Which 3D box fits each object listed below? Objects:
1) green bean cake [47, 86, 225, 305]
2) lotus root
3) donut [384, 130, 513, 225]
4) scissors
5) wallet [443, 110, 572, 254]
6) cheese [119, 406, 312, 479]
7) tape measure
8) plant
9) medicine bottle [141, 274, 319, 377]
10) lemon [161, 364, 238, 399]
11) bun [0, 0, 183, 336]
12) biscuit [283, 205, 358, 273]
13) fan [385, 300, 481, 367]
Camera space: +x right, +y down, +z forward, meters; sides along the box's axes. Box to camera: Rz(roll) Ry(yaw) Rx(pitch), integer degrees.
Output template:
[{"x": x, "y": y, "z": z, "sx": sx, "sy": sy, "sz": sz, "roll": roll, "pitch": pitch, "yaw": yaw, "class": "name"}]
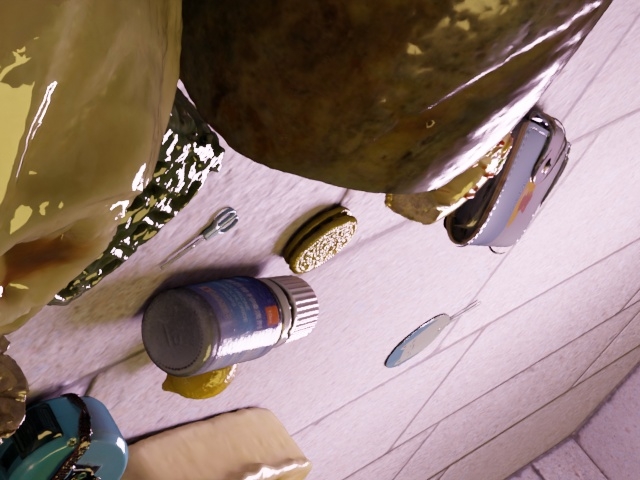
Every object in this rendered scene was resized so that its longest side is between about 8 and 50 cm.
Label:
[{"x": -0.165, "y": -0.041, "z": 1.060, "sx": 0.181, "sy": 0.094, "sz": 0.173, "roll": -41, "pitch": 162, "yaw": 4, "class": "green bean cake"}, {"x": 0.064, "y": -0.208, "z": 0.909, "sx": 0.250, "sy": 0.250, "sz": 0.346, "roll": -15, "pitch": 146, "yaw": -52, "class": "lotus root"}, {"x": 0.140, "y": -0.083, "z": 1.623, "sx": 0.108, "sy": 0.065, "sz": 0.166, "roll": -26, "pitch": 158, "yaw": -38, "class": "donut"}, {"x": -0.106, "y": 0.000, "z": 1.429, "sx": 0.083, "sy": 0.006, "sz": 0.036, "roll": -37, "pitch": 160, "yaw": -8, "class": "scissors"}, {"x": 0.204, "y": -0.067, "z": 1.793, "sx": 0.170, "sy": 0.069, "sz": 0.231, "roll": -60, "pitch": 163, "yaw": 7, "class": "wallet"}, {"x": -0.199, "y": 0.320, "z": 1.871, "sx": 0.384, "sy": 0.104, "sz": 0.384, "roll": -35, "pitch": 163, "yaw": -12, "class": "cheese"}, {"x": -0.247, "y": 0.204, "z": 1.519, "sx": 0.125, "sy": 0.081, "sz": 0.146, "roll": 14, "pitch": 123, "yaw": -48, "class": "tape measure"}, {"x": -0.279, "y": 0.103, "z": 1.184, "sx": 0.104, "sy": 0.116, "sz": 0.122, "roll": -54, "pitch": 141, "yaw": 3, "class": "plant"}, {"x": -0.080, "y": 0.075, "z": 1.542, "sx": 0.083, "sy": 0.083, "sz": 0.203, "roll": -47, "pitch": 161, "yaw": 24, "class": "medicine bottle"}, {"x": -0.119, "y": 0.126, "z": 1.620, "sx": 0.092, "sy": 0.065, "sz": 0.065, "roll": -32, "pitch": 164, "yaw": 10, "class": "lemon"}, {"x": -0.203, "y": -0.048, "z": 0.793, "sx": 0.364, "sy": 0.202, "sz": 0.364, "roll": -37, "pitch": 165, "yaw": -12, "class": "bun"}, {"x": 0.000, "y": 0.000, "z": 1.616, "sx": 0.084, "sy": 0.023, "sz": 0.084, "roll": -34, "pitch": 163, "yaw": -12, "class": "biscuit"}, {"x": 0.159, "y": 0.126, "z": 2.283, "sx": 0.175, "sy": 0.005, "sz": 0.113, "roll": -29, "pitch": 159, "yaw": -26, "class": "fan"}]
